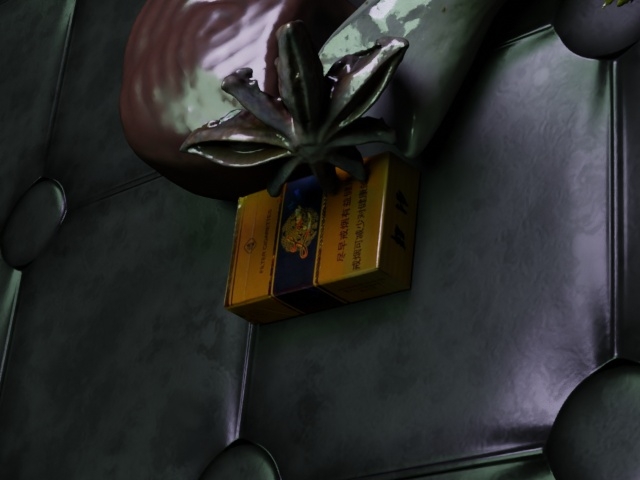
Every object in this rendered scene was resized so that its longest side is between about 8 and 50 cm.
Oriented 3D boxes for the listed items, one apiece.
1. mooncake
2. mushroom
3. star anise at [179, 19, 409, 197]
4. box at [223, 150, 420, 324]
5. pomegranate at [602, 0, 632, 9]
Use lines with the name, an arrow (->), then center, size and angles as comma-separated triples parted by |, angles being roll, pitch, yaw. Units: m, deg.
mooncake -> -0.099, -0.208, 1.812 | 0.326, 0.174, 0.334 | -46, 51, 1
mushroom -> 0.178, -0.291, 1.642 | 0.177, 0.126, 0.397 | 45, 103, 24
star anise -> -0.013, -0.147, 1.600 | 0.257, 0.198, 0.110 | -54, 21, 37
box -> 0.000, 0.000, 1.689 | 0.237, 0.070, 0.152 | -17, 56, 40
pomegranate -> 0.342, -0.347, 1.449 | 0.221, 0.221, 0.256 | 27, 93, 49
